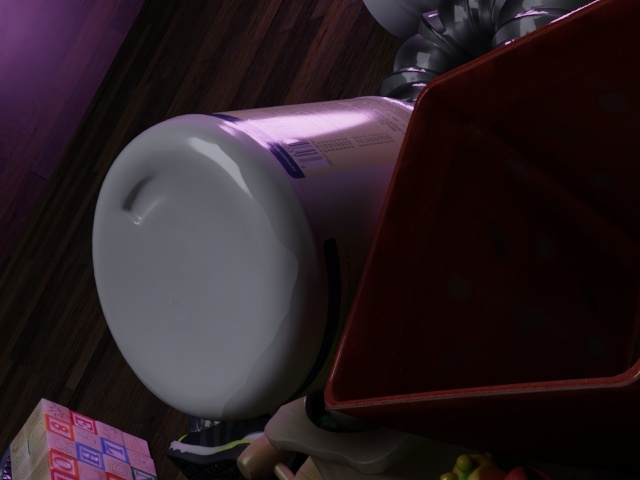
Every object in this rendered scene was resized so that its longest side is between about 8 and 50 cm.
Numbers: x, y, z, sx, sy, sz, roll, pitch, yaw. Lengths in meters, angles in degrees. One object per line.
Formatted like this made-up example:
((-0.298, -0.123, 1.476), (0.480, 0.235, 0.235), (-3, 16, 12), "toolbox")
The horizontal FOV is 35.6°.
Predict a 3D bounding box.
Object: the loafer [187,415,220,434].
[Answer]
((-0.135, 0.193, 1.287), (0.061, 0.062, 0.170), (-38, 41, 21), "loafer")

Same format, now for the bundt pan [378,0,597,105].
((0.175, -0.167, 1.041), (0.331, 0.124, 0.330), (-41, 31, 31), "bundt pan")

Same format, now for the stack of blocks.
((-0.294, 0.340, 1.274), (0.087, 0.171, 0.297), (-55, 27, 8), "stack of blocks")

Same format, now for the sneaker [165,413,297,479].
((-0.090, 0.242, 1.152), (0.235, 0.084, 0.097), (-14, 29, 52), "sneaker")

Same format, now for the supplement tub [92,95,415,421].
((0.000, 0.000, 0.849), (0.236, 0.325, 0.235), (11, 106, 40), "supplement tub")

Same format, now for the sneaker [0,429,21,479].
((-0.504, 0.445, 1.602), (0.131, 0.112, 0.319), (-36, 33, 34), "sneaker")

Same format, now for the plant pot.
((0.202, 0.024, 0.657), (0.267, 0.236, 0.267), (-17, 48, 54), "plant pot")

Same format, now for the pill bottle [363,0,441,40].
((0.182, -0.369, 1.197), (0.283, 0.160, 0.160), (-33, 36, 43), "pill bottle")

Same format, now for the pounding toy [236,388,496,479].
((0.052, 0.195, 0.933), (0.154, 0.154, 0.270), (-40, 25, -31), "pounding toy")

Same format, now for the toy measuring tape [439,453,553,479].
((0.145, 0.248, 0.659), (0.121, 0.121, 0.330), (-52, 27, 14), "toy measuring tape")
